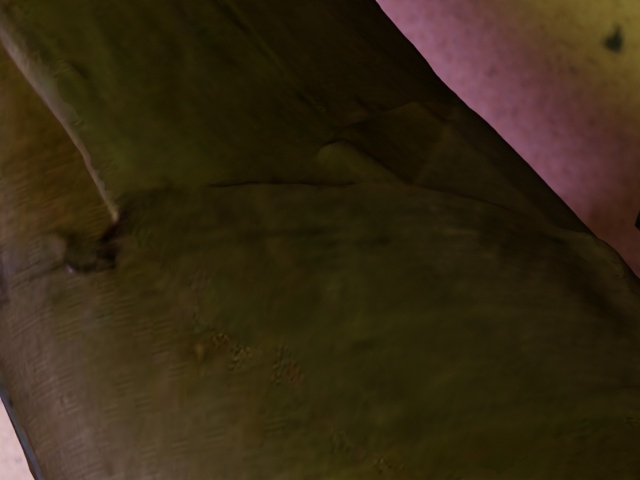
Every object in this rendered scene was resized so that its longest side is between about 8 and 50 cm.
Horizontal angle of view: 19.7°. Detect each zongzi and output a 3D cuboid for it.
[{"bbox_3d":[0.000,0.000,0.498,0.356,0.174,0.393,64,162,7],"label":"zongzi"}]

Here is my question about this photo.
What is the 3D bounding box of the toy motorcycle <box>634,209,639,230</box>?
[{"bbox_3d":[0.215,-0.038,0.485,0.274,0.125,0.187,-4,94,23],"label":"toy motorcycle"}]
